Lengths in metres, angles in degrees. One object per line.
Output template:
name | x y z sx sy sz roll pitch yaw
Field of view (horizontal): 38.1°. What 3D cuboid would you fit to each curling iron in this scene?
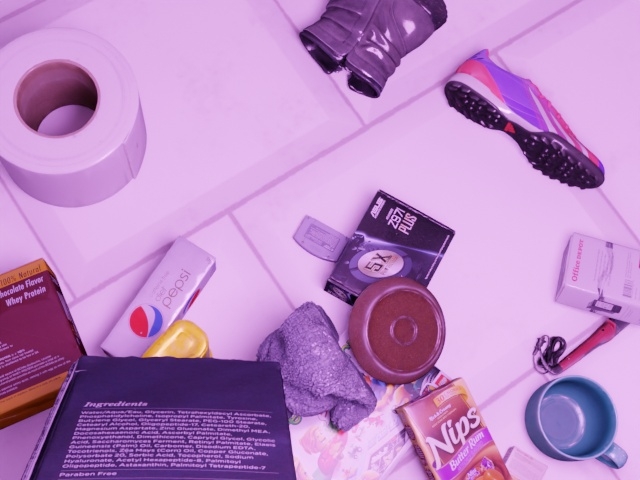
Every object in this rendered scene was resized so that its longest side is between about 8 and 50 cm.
curling iron | 0.469 0.141 1.545 0.274 0.035 0.068 -27 79 -13

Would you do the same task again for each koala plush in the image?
koala plush | -0.061 0.212 1.351 0.221 0.203 0.196 -31 72 1

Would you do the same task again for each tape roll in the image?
tape roll | -0.405 -0.192 1.478 0.246 0.169 0.246 1 73 -5

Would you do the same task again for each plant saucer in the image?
plant saucer | 0.125 0.138 1.431 0.168 0.029 0.168 2 83 -21

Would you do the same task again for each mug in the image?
mug | 0.393 0.295 1.461 0.129 0.097 0.157 -13 77 -10

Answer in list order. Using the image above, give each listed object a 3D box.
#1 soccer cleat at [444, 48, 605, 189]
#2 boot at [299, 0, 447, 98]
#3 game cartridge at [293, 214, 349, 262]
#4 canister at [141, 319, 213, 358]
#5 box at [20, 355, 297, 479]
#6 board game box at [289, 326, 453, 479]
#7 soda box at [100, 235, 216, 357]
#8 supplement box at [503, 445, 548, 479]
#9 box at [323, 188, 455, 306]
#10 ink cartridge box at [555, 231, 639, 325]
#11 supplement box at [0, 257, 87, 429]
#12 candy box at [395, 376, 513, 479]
soccer cleat | 0.370 -0.211 1.603 0.318 0.108 0.116 36 70 7
boot | 0.037 -0.426 1.626 0.338 0.118 0.223 43 79 11
game cartridge | 0.000 0.000 1.546 0.083 0.017 0.056 30 70 3
canister | -0.219 0.188 1.388 0.073 0.170 0.126 40 74 6
box | -0.183 0.443 1.076 0.297 0.472 0.479 1 105 -7
board game box | 0.047 0.283 1.450 0.193 0.053 0.305 38 74 6
soda box | -0.252 0.104 1.462 0.074 0.069 0.216 32 73 4
supplement box | 0.305 0.382 1.458 0.062 0.036 0.098 32 73 4
box | 0.113 0.033 1.516 0.147 0.077 0.180 30 73 3
ink cartridge box | 0.474 0.064 1.536 0.150 0.063 0.109 16 59 6
supplement box | -0.461 0.161 1.391 0.191 0.129 0.194 -23 78 -12
candy box | 0.205 0.316 1.409 0.109 0.053 0.186 -24 83 -14
